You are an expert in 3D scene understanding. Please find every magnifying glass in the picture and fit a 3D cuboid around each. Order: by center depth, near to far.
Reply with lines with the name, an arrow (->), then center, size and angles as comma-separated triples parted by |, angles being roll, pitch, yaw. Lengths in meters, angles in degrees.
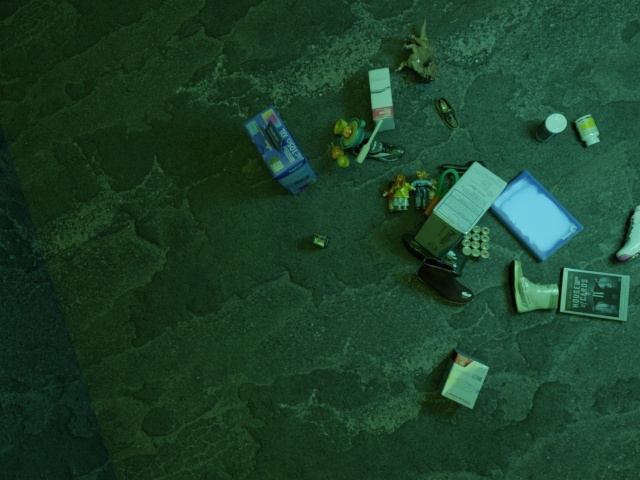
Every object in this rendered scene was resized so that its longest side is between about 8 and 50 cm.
magnifying glass -> 0.500, -0.198, 1.693 | 0.092, 0.026, 0.231 | 39, 79, -29

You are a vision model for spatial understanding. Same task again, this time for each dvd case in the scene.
dvd case -> 1.074, 0.210, 1.599 | 0.238, 0.029, 0.180 | 7, 86, 11

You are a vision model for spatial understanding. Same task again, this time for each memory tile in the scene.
memory tile -> 0.640, 0.001, 1.674 | 0.113, 0.012, 0.148 | 11, 64, 4

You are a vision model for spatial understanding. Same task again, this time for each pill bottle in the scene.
pill bottle -> 0.921, -0.449, 1.632 | 0.078, 0.137, 0.078 | -1, 86, 10
pill bottle -> 1.078, -0.441, 1.639 | 0.065, 0.065, 0.117 | -18, 82, 8

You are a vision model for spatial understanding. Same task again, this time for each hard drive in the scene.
hard drive -> 0.869, -0.102, 1.659 | 0.210, 0.040, 0.319 | -41, 79, 4

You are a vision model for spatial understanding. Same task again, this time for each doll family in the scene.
doll family -> 0.395, -0.210, 1.717 | 0.262, 0.118, 0.163 | -2, 87, 8

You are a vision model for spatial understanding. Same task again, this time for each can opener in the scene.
can opener -> 0.606, -0.299, 1.727 | 0.185, 0.073, 0.059 | 0, 124, 14

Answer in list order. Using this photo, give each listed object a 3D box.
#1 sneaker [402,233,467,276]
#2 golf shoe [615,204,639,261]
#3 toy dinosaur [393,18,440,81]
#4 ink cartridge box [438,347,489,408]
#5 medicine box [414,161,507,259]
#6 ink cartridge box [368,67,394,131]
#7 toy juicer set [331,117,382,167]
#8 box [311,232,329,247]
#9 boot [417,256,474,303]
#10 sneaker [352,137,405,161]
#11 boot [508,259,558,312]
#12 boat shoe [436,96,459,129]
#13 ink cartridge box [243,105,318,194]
sneaker -> 0.478, 0.037, 1.700 | 0.286, 0.109, 0.130 | 30, 83, 4
golf shoe -> 1.234, -0.046, 1.562 | 0.306, 0.115, 0.140 | -41, 69, -2
toy dinosaur -> 0.448, -0.800, 1.767 | 0.200, 0.127, 0.296 | 19, 76, 4
ink cartridge box -> 0.563, 0.544, 1.613 | 0.128, 0.127, 0.176 | 23, 89, 11
medicine box -> 0.531, -0.108, 1.569 | 0.149, 0.263, 0.289 | 41, 71, 13
ink cartridge box -> 0.265, -0.604, 1.758 | 0.092, 0.158, 0.218 | -8, 84, 11
toy juicer set -> 0.119, -0.411, 1.705 | 0.089, 0.329, 0.210 | 17, 95, -26
box -> 0.000, 0.000, 1.791 | 0.062, 0.083, 0.052 | 18, 88, 11
boot -> 0.507, 0.163, 1.614 | 0.248, 0.207, 0.090 | 23, 69, 14
sneaker -> 0.250, -0.398, 1.769 | 0.234, 0.106, 0.078 | 9, 88, 11
boot -> 0.850, 0.177, 1.620 | 0.164, 0.077, 0.214 | -7, 89, 10
boat shoe -> 0.550, -0.550, 1.755 | 0.056, 0.049, 0.152 | -32, 80, 6
ink cartridge box -> -0.163, -0.370, 1.696 | 0.151, 0.395, 0.270 | -32, 80, 6
